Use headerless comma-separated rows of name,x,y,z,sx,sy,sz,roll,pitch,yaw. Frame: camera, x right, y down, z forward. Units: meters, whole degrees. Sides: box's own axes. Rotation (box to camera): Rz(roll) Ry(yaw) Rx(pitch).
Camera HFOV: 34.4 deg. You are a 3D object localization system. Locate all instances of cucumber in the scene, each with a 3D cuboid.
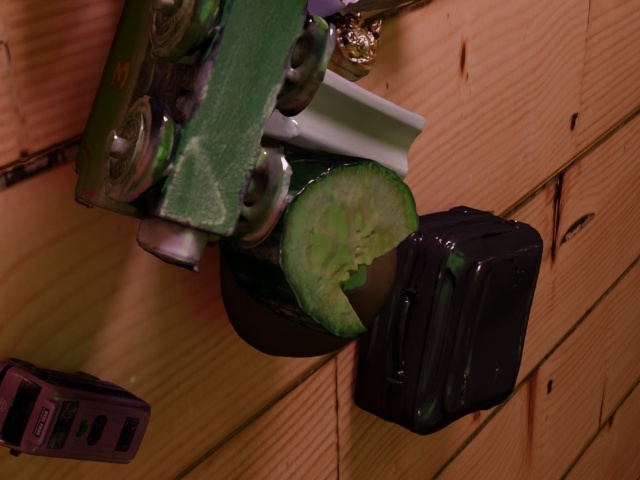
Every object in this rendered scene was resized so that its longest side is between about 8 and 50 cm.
cucumber,-0.004,-0.009,1.069,0.191,0.130,0.191,-8,105,-34

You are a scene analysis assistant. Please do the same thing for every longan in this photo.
longan,-0.018,0.029,1.267,0.248,0.248,0.248,-31,130,-46

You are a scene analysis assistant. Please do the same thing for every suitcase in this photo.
suitcase,0.206,0.125,1.705,0.339,0.188,0.345,-10,115,-49

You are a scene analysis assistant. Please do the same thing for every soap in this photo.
soap,-0.012,-0.146,1.224,0.289,0.173,0.095,13,95,-58

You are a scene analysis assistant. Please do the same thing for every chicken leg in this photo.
chicken leg,0.024,-0.251,1.246,0.093,0.178,0.070,-32,121,5

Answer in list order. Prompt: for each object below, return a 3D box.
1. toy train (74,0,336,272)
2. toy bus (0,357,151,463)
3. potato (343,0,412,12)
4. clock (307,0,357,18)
toy train,-0.123,-0.133,0.990,0.173,0.249,0.307,17,91,-30
toy bus,-0.263,0.181,1.074,0.178,0.098,0.086,27,83,-57
potato,0.084,-0.370,1.368,0.261,0.100,0.120,-21,83,-34
clock,0.030,-0.369,1.217,0.144,0.073,0.193,54,55,-17
